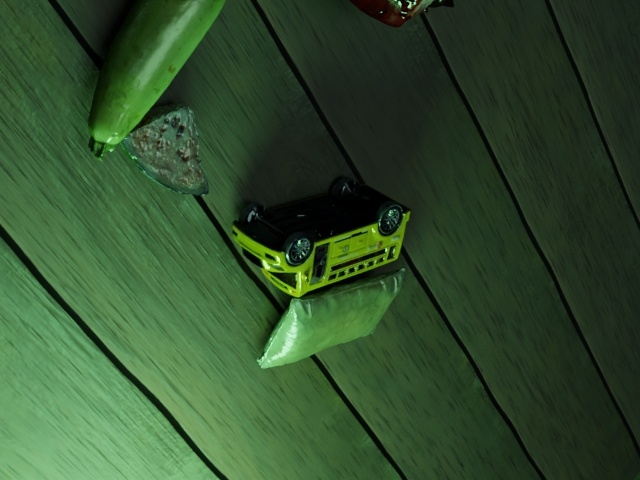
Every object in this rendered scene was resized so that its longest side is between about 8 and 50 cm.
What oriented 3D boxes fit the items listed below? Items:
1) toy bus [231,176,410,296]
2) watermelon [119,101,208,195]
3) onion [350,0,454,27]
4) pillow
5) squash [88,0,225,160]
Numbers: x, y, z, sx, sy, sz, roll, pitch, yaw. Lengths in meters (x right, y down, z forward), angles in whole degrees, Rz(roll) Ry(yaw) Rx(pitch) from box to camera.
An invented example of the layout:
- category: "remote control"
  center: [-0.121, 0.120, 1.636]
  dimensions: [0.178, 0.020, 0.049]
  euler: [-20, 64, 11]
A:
- category: "toy bus"
  center: [0.000, 0.000, 2.218]
  dimensions: [0.331, 0.145, 0.151]
  euler: [-18, 128, -38]
- category: "watermelon"
  center: [-0.247, -0.156, 1.999]
  dimensions: [0.187, 0.071, 0.139]
  euler: [35, 75, -35]
- category: "onion"
  center: [0.158, -0.529, 2.048]
  dimensions: [0.341, 0.341, 0.341]
  euler: [-17, 117, -37]
- category: "pillow"
  center: [0.023, 0.145, 2.316]
  dimensions: [0.302, 0.075, 0.185]
  euler: [-14, 143, -41]
- category: "squash"
  center: [-0.262, -0.294, 1.898]
  dimensions: [0.118, 0.118, 0.370]
  euler: [37, 84, -43]
